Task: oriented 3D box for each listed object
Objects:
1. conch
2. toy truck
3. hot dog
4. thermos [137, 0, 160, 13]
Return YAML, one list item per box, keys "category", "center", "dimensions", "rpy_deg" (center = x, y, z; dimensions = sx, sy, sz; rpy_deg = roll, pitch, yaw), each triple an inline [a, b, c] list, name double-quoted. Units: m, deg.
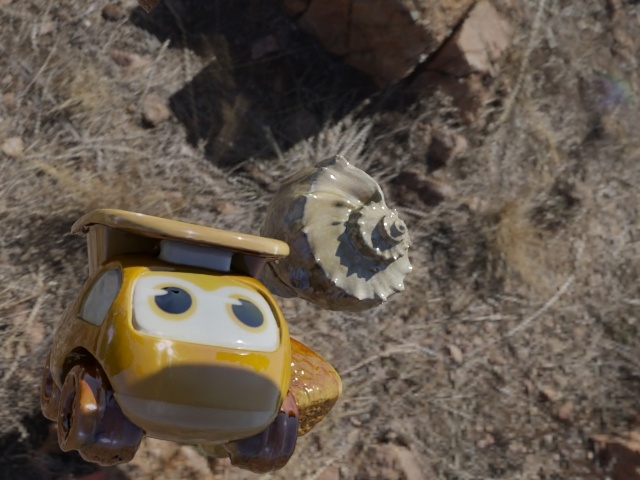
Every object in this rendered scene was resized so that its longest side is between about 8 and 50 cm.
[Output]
- category: "conch"
  center: [-0.003, -0.001, 1.635]
  dimensions: [0.186, 0.324, 0.263]
  rpy_deg: [8, 67, -64]
- category: "toy truck"
  center: [-0.141, 0.089, 0.920]
  dimensions: [0.204, 0.288, 0.211]
  rpy_deg: [10, 87, -24]
- category: "hot dog"
  center: [-0.095, 0.212, 1.448]
  dimensions: [0.153, 0.150, 0.256]
  rpy_deg: [48, 28, 25]
- category: "thermos"
  center: [-0.263, -0.395, 1.218]
  dimensions: [0.099, 0.124, 0.232]
  rpy_deg: [-47, 108, -2]
